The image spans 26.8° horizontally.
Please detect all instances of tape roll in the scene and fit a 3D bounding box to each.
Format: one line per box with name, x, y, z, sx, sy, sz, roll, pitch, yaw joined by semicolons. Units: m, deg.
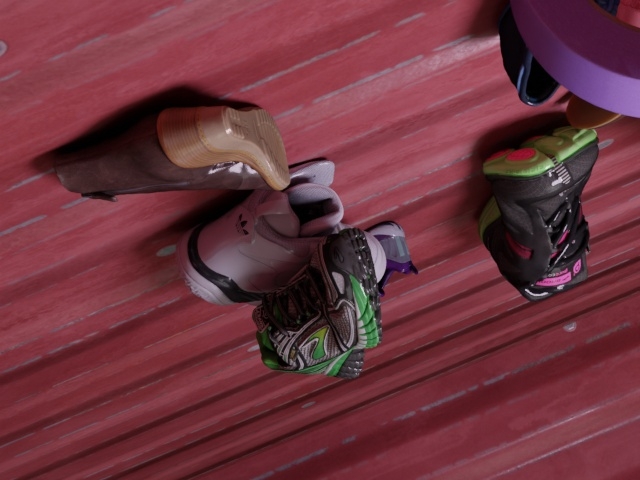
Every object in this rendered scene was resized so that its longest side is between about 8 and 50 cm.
tape roll;0.307;-0.251;1.197;0.275;0.275;0.090;-22;164;0

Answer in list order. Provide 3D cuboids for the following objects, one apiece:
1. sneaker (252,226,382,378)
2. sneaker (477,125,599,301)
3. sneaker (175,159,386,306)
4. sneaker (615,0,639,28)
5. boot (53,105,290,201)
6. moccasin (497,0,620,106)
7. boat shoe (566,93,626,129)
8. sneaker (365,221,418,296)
sneaker;-0.007;0.097;1.700;0.146;0.134;0.343;-4;153;-11
sneaker;0.352;-0.032;2.038;0.185;0.202;0.483;-23;162;-1
sneaker;0.000;0.000;1.816;0.366;0.137;0.210;1;154;-45
sneaker;0.404;-0.245;1.334;0.314;0.116;0.136;-30;131;-31
boot;-0.159;-0.089;1.510;0.207;0.090;0.248;-15;166;16
moccasin;0.290;-0.256;1.420;0.137;0.117;0.342;-1;157;-9
boat shoe;0.429;-0.214;1.818;0.207;0.073;0.073;-35;156;35
sneaker;0.045;0.061;2.110;0.223;0.098;0.083;-31;160;25
